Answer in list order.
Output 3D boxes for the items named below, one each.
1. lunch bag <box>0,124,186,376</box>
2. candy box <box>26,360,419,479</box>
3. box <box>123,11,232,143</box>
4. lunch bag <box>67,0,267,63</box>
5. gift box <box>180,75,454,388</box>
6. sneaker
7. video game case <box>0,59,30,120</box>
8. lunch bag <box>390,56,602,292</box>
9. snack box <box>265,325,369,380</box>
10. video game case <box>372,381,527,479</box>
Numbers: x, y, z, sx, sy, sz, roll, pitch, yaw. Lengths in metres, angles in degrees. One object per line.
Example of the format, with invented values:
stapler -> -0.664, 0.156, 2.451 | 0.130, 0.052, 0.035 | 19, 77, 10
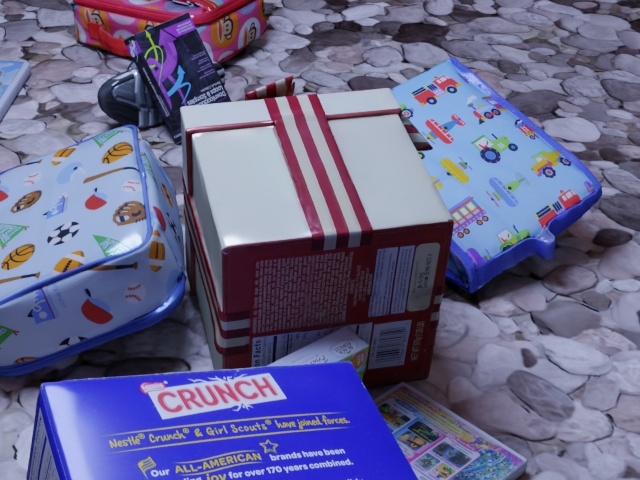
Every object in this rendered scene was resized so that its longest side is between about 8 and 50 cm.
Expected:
lunch bag -> -0.275, 0.003, 1.198 | 0.243, 0.115, 0.303 | -23, 33, 2
candy box -> -0.043, 0.240, 0.789 | 0.268, 0.122, 0.317 | -1, 41, -29
box -> -0.196, -0.231, 1.581 | 0.029, 0.162, 0.116 | -15, 15, 43
lunch bag -> -0.261, -0.368, 1.826 | 0.293, 0.120, 0.258 | 17, 37, 26
gift box -> 0.000, 0.000, 1.150 | 0.276, 0.255, 0.258 | -4, 41, -17
sneaker -> -0.262, -0.229, 1.643 | 0.132, 0.086, 0.229 | 23, 27, 36
video game case -> -0.549, -0.219, 1.642 | 0.193, 0.023, 0.212 | 4, 32, 0
lunch bag -> 0.179, -0.071, 1.357 | 0.221, 0.138, 0.293 | -30, 49, -25
snack box -> -0.023, 0.150, 1.031 | 0.141, 0.100, 0.037 | -23, 49, -36
video game case -> 0.088, 0.203, 1.037 | 0.157, 0.019, 0.143 | 29, 40, 36
